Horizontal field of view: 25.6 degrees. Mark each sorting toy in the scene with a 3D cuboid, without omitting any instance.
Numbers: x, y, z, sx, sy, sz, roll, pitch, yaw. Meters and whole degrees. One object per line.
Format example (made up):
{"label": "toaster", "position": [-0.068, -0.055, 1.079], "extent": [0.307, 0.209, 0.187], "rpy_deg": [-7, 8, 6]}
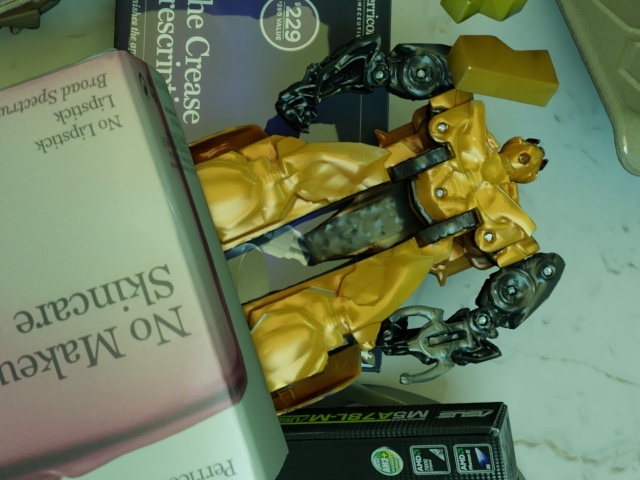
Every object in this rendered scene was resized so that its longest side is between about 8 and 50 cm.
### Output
{"label": "sorting toy", "position": [0.209, -0.120, 0.914], "extent": [0.307, 0.041, 0.229], "rpy_deg": [9, 47, -20]}

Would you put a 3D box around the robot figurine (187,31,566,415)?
{"label": "robot figurine", "position": [0.000, 0.000, 0.855], "extent": [0.291, 0.085, 0.211], "rpy_deg": [-22, 89, -8]}

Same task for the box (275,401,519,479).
{"label": "box", "position": [0.039, 0.196, 0.893], "extent": [0.184, 0.045, 0.190], "rpy_deg": [-5, 109, 17]}

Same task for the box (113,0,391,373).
{"label": "box", "position": [-0.050, -0.044, 0.947], "extent": [0.184, 0.103, 0.261], "rpy_deg": [2, 85, -9]}

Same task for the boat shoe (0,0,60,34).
{"label": "boat shoe", "position": [-0.215, -0.176, 0.891], "extent": [0.324, 0.116, 0.123], "rpy_deg": [-18, 50, 27]}

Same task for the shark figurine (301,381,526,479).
{"label": "shark figurine", "position": [0.106, 0.176, 0.940], "extent": [0.166, 0.116, 0.278], "rpy_deg": [-32, 91, -9]}

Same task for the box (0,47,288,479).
{"label": "box", "position": [-0.124, 0.036, 0.740], "extent": [0.149, 0.127, 0.232], "rpy_deg": [-19, 89, 2]}
